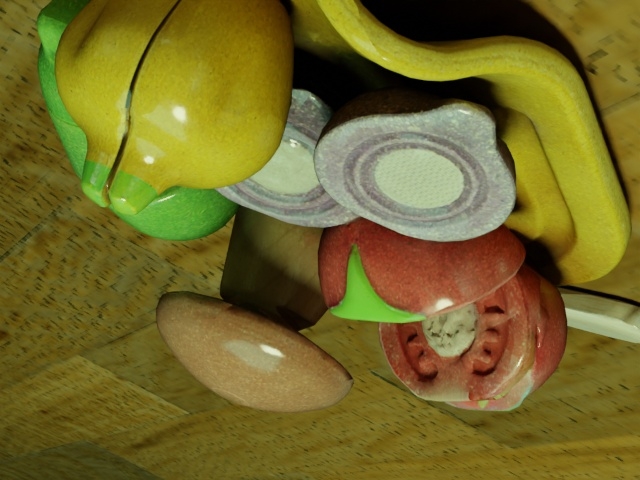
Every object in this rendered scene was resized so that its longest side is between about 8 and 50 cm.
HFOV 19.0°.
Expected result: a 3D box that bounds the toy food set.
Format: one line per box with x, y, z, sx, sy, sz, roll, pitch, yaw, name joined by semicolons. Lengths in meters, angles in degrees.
0.000;0.000;0.440;0.128;0.071;0.218;17;162;26;toy food set
